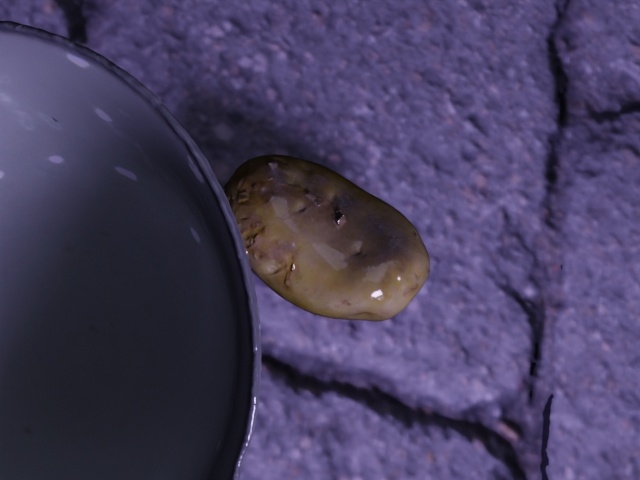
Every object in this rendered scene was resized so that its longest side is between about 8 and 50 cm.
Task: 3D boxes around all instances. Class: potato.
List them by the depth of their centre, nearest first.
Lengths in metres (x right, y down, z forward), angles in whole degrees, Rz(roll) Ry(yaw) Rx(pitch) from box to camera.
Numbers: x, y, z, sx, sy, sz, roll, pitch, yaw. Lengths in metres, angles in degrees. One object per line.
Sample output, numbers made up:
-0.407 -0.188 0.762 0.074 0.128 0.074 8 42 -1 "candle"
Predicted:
0.000 0.000 1.209 0.138 0.070 0.091 35 52 3 "potato"

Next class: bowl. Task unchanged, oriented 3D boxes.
-0.152 0.060 1.030 0.337 0.337 0.157 53 18 17 "bowl"
